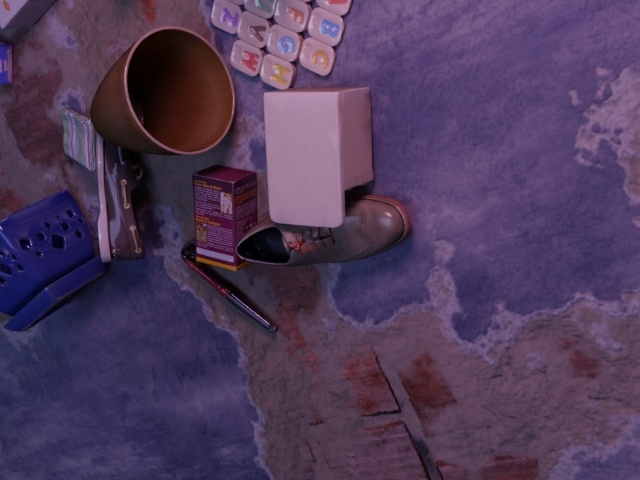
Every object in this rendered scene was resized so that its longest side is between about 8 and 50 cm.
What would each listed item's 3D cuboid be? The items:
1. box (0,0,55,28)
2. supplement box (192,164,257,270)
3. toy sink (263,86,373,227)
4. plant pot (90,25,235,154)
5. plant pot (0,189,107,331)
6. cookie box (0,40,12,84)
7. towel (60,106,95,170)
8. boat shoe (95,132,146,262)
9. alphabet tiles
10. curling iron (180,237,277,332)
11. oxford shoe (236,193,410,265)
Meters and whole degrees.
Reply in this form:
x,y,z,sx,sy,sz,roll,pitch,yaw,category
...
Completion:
x,y,z,sx,sy,sz,roll,pitch,yaw,category
-0.622,-0.545,1.862,0.170,0.091,0.130,-31,90,35,box
-0.189,-0.046,1.780,0.104,0.081,0.188,13,114,28,supplement box
0.001,-0.153,1.592,0.153,0.131,0.234,5,105,31,toy sink
-0.333,-0.261,1.723,0.254,0.237,0.237,-9,103,48,plant pot
-0.640,0.057,2.015,0.236,0.236,0.212,-34,93,35,plant pot
-0.751,-0.411,2.024,0.107,0.040,0.092,22,117,24,cookie box
-0.528,-0.220,1.932,0.152,0.023,0.113,27,121,48,towel
-0.425,-0.115,1.894,0.096,0.116,0.324,-2,98,-10,boat shoe
-0.078,-0.422,1.610,0.278,0.021,0.284,29,120,20,alphabet tiles
-0.193,0.096,1.863,0.274,0.035,0.068,45,125,11,curling iron
0.000,0.000,1.647,0.348,0.130,0.123,-12,101,35,oxford shoe
